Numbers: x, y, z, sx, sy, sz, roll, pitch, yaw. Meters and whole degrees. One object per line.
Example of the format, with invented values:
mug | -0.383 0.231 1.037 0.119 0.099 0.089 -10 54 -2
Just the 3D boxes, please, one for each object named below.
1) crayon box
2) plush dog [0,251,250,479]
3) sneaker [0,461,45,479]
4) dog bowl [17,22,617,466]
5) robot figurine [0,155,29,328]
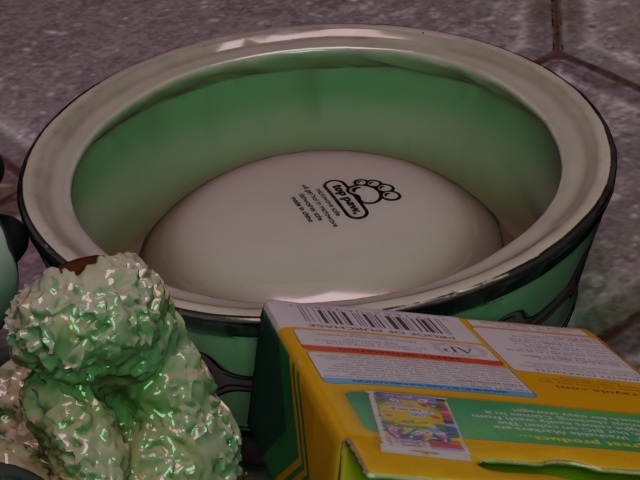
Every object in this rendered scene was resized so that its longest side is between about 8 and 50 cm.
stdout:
crayon box | 0.084 0.112 0.922 0.203 0.083 0.323 6 9 -10
plush dog | -0.155 0.161 1.026 0.225 0.262 0.210 -36 83 -24
sneaker | -0.229 0.164 0.752 0.296 0.104 0.147 -29 15 -40
dog bowl | 0.000 0.000 1.275 0.408 0.150 0.408 -3 32 2
robot figurine | -0.308 0.039 1.149 0.209 0.173 0.278 44 45 -5
